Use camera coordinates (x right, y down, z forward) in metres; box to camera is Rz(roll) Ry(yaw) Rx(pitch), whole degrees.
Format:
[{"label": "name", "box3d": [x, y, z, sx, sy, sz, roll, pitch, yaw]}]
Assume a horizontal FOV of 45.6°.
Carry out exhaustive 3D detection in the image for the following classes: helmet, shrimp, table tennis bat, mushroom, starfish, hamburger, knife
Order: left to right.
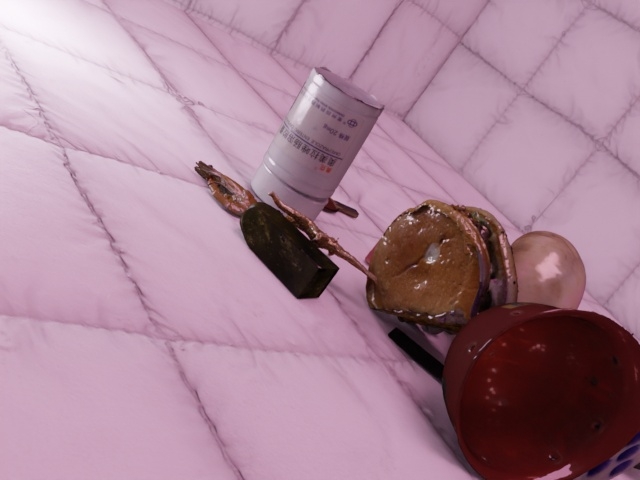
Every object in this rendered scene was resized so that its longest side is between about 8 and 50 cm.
[{"label": "shrimp", "box3d": [-0.209, -0.107, 1.638, 0.180, 0.041, 0.099, 42, 34, 12]}, {"label": "starfish", "box3d": [0.003, -0.005, 1.624, 0.295, 0.048, 0.231, 36, -4, -4]}, {"label": "table tennis bat", "box3d": [0.012, -0.109, 2.042, 0.220, 0.019, 0.130, 23, 22, -31]}, {"label": "knife", "box3d": [0.239, 0.265, 1.556, 0.245, 0.019, 0.072, 38, 23, 13]}, {"label": "hamburger", "box3d": [0.255, 0.056, 1.580, 0.195, 0.277, 0.318, 12, -2, -38]}, {"label": "mushroom", "box3d": [0.439, 0.149, 1.754, 0.353, 0.353, 0.325, -109, 173, -60]}, {"label": "helmet", "box3d": [0.374, 0.249, 1.390, 0.384, 0.338, 0.230, 1, 14, -19]}]

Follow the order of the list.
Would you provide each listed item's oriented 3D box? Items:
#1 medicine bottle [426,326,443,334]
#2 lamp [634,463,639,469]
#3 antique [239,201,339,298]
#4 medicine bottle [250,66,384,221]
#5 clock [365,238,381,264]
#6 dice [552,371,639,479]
[{"label": "medicine bottle", "box3d": [0.252, 0.173, 1.744, 0.047, 0.047, 0.083, 24, 22, -31]}, {"label": "lamp", "box3d": [0.761, 0.419, 1.834, 0.182, 0.182, 0.314, 33, 19, -8]}, {"label": "antique", "box3d": [-0.073, 0.015, 1.509, 0.221, 0.080, 0.081, 44, 19, 25]}, {"label": "medicine bottle", "box3d": [-0.014, -0.219, 1.788, 0.189, 0.332, 0.190, 27, 21, -11]}, {"label": "clock", "box3d": [0.211, 0.074, 1.844, 0.166, 0.093, 0.162, 14, 32, -50]}, {"label": "dice", "box3d": [0.546, 0.341, 1.567, 0.251, 0.243, 0.259, 17, 30, -45]}]
